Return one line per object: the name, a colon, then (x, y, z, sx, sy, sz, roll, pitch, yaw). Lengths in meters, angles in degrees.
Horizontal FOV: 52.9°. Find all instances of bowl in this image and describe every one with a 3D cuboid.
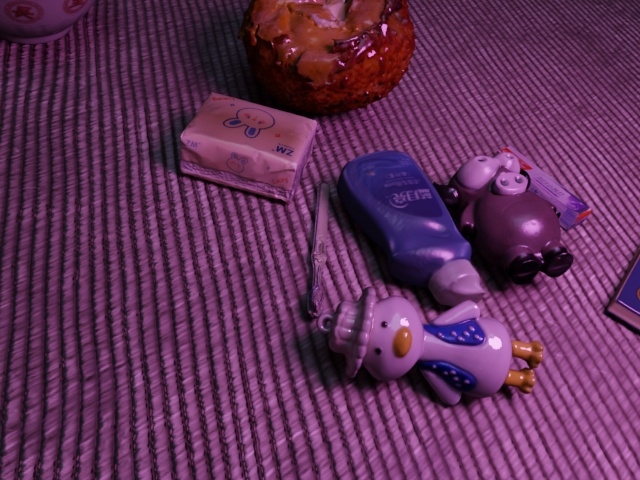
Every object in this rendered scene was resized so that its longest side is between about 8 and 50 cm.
bowl: (-0.567, -0.482, 1.233, 0.337, 0.157, 0.337, 6, 46, -6)

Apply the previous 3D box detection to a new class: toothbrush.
toothbrush: (-0.001, 0.004, 0.989, 0.026, 0.028, 0.294, 10, 40, -5)

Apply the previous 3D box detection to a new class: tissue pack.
tissue pack: (-0.116, -0.158, 1.068, 0.196, 0.092, 0.148, 16, 45, 2)

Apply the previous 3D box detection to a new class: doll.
doll: (0.291, -0.044, 1.035, 0.182, 0.117, 0.257, -8, 51, -13)
doll: (0.138, 0.135, 0.829, 0.293, 0.138, 0.119, 14, 5, -3)

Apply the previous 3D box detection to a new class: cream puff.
cream puff: (0.020, -0.370, 1.208, 0.350, 0.228, 0.350, -6, 58, 10)

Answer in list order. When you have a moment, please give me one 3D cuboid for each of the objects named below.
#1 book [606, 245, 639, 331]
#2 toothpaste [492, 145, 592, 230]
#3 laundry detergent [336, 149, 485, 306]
book: (0.693, 0.137, 1.005, 0.428, 0.039, 0.300, 34, 49, 19)
toothpaste: (0.393, -0.096, 1.163, 0.047, 0.040, 0.196, -21, 54, -32)
laundry detergent: (0.144, -0.017, 0.990, 0.143, 0.094, 0.290, -11, 50, -27)
